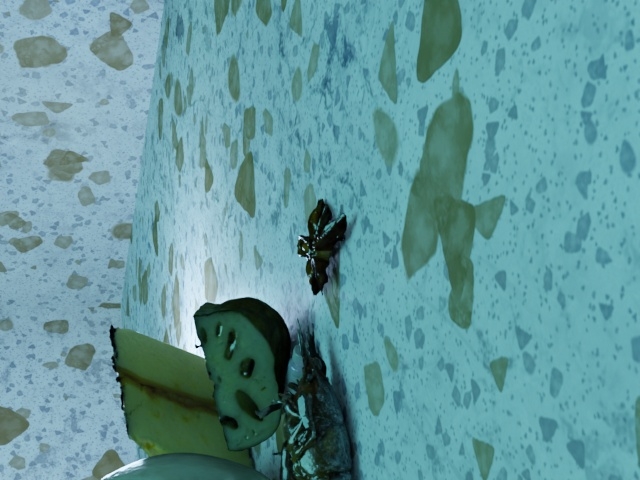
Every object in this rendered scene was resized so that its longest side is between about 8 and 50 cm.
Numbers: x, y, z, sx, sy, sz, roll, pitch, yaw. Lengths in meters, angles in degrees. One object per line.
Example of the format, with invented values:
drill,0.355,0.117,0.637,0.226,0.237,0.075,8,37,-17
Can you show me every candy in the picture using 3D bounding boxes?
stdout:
candy,-0.266,0.528,1.936,0.427,0.386,0.186,-26,58,49

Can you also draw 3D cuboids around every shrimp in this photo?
shrimp,-0.022,0.296,1.597,0.145,0.116,0.343,-28,58,42

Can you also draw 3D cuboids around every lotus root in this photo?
lotus root,-0.126,0.230,1.838,0.260,0.149,0.267,-54,-49,-80

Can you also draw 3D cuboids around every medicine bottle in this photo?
medicine bottle,-0.034,0.232,1.723,0.052,0.052,0.089,-115,31,-51

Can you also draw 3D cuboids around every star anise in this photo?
star anise,-0.004,0.000,1.634,0.157,0.053,0.212,-114,28,-49

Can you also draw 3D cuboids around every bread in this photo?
bread,-0.344,0.437,2.231,0.345,0.405,0.242,-94,25,-50
